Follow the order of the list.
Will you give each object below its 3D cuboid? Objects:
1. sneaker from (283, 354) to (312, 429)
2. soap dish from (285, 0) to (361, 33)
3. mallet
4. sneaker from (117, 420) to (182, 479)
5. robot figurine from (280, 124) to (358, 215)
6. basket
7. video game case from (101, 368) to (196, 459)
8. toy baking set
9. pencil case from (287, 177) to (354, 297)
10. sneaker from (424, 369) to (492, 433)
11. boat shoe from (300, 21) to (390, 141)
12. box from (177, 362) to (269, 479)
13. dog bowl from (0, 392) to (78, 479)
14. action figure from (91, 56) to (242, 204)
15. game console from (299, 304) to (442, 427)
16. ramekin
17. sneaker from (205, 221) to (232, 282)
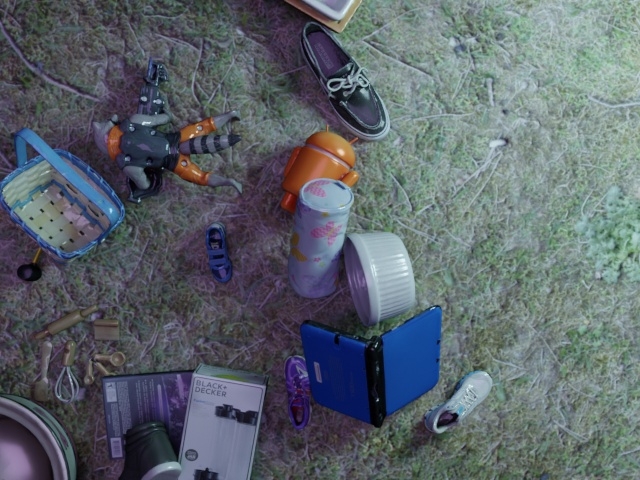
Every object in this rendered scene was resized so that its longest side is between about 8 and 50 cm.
[{"bbox_3d":[-0.047,0.348,1.456,0.069,0.071,0.169,-7,88,1],"label":"sneaker"},{"bbox_3d":[-0.019,-0.627,1.445,0.291,0.118,0.228,31,87,2],"label":"soap dish"},{"bbox_3d":[-0.649,0.009,1.496,0.039,0.062,0.189,21,75,0],"label":"mallet"},{"bbox_3d":[-0.412,0.512,1.433,0.295,0.105,0.146,-47,49,31],"label":"sneaker"},{"bbox_3d":[-0.002,-0.151,1.435,0.128,0.158,0.219,28,89,-20],"label":"robot figurine"},{"bbox_3d":[-0.551,-0.089,1.355,0.255,0.289,0.201,46,61,-5],"label":"basket"},{"bbox_3d":[-0.361,0.402,1.477,0.275,0.026,0.195,-4,93,0],"label":"video game case"},{"bbox_3d":[-0.577,0.271,1.487,0.256,0.030,0.196,-22,89,1],"label":"toy baking set"},{"bbox_3d":[0.000,0.000,1.375,0.124,0.273,0.113,-14,45,-23],"label":"pencil case"},{"bbox_3d":[0.321,0.374,1.443,0.191,0.083,0.071,-44,87,-1],"label":"sneaker"},{"bbox_3d":[0.057,-0.364,1.448,0.113,0.105,0.306,-29,88,1],"label":"boat shoe"},{"bbox_3d":[-0.223,0.436,1.422,0.169,0.087,0.289,11,93,0],"label":"box"},{"bbox_3d":[-0.735,0.529,1.428,0.409,0.150,0.407,0,88,1],"label":"dog bowl"},{"bbox_3d":[-0.343,-0.252,1.425,0.331,0.178,0.340,0,91,-8],"label":"action figure"},{"bbox_3d":[0.114,0.253,1.389,0.250,0.293,0.173,16,47,23],"label":"game console"},{"bbox_3d":[0.129,0.077,1.396,0.109,0.207,0.207,-12,89,-8],"label":"ramekin"},{"bbox_3d":[-0.239,0.027,1.471,0.053,0.059,0.144,-11,90,-1],"label":"sneaker"}]
